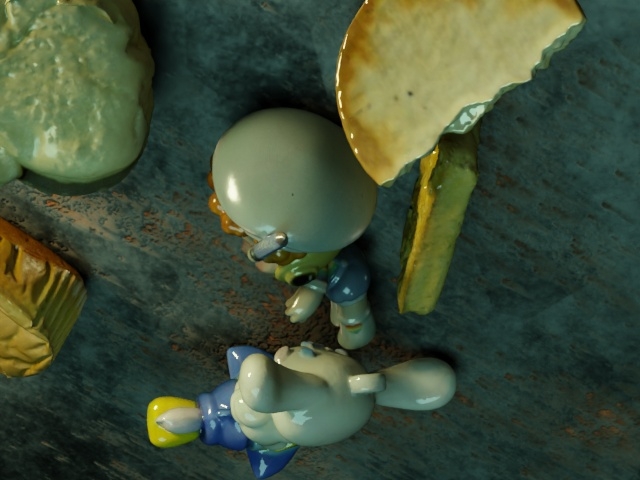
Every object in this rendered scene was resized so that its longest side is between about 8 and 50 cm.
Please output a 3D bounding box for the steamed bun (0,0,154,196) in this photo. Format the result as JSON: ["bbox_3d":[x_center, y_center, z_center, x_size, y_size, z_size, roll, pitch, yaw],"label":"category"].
[{"bbox_3d":[-0.386,-0.217,1.833,0.372,0.230,0.324,-4,112,-21],"label":"steamed bun"}]

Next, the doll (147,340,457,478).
[{"bbox_3d":[-0.050,0.220,2.142,0.376,0.187,0.366,27,148,-36],"label":"doll"}]

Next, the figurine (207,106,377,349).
[{"bbox_3d":[-0.006,-0.021,1.987,0.205,0.224,0.382,-23,149,6],"label":"figurine"}]

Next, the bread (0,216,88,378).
[{"bbox_3d":[-0.483,0.057,2.167,0.288,0.156,0.204,34,138,-18],"label":"bread"}]

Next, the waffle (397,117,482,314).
[{"bbox_3d":[0.149,-0.050,1.888,0.057,0.168,0.274,11,131,-2],"label":"waffle"}]

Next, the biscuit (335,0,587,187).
[{"bbox_3d":[0.138,-0.223,1.741,0.309,0.040,0.204,-39,75,13],"label":"biscuit"}]
